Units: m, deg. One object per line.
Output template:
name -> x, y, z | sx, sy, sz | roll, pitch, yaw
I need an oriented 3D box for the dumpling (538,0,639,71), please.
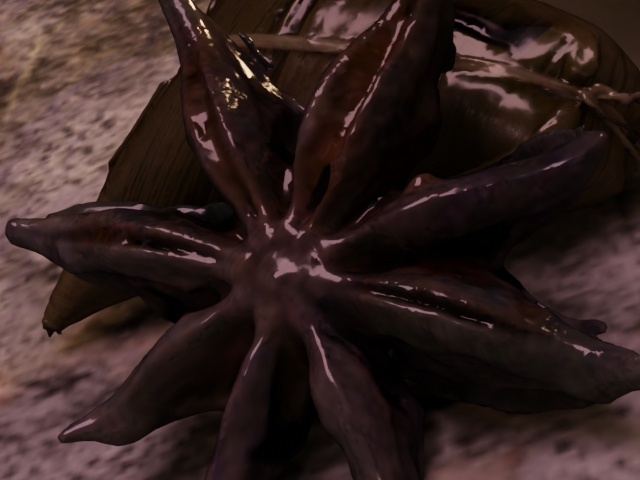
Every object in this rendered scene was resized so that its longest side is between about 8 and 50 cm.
dumpling -> 0.147, -0.165, 0.593 | 0.193, 0.258, 0.147 | 5, 11, 17

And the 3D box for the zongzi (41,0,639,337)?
zongzi -> 0.013, -0.007, 0.610 | 0.189, 0.081, 0.178 | 30, 83, 36

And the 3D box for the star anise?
star anise -> 0.000, 0.000, 0.553 | 0.205, 0.061, 0.180 | -8, 76, 24
